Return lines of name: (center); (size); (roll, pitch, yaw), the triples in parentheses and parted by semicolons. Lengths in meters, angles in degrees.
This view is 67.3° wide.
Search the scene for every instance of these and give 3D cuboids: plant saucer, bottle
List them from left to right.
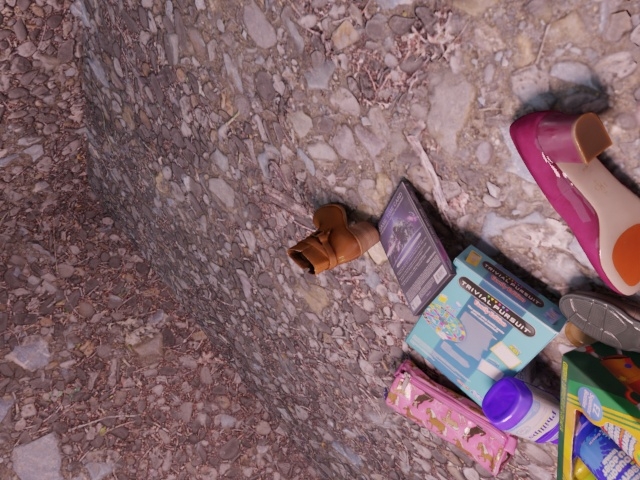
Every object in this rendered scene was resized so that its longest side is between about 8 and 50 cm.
bottle: (0.501, 0.404, 1.106); (0.118, 0.283, 0.092); (-55, 27, 15)
plant saucer: (0.576, 0.203, 1.044); (0.083, 0.015, 0.083); (28, 136, 31)

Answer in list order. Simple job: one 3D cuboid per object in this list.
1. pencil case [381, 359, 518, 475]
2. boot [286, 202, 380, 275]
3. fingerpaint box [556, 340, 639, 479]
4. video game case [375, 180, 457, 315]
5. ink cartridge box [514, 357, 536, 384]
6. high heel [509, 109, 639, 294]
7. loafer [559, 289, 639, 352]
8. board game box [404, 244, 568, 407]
pencil case: (0.374, 0.501, 1.386); (0.386, 0.167, 0.160); (26, 99, 33)
boot: (0.000, 0.000, 1.346); (0.283, 0.220, 0.109); (33, 143, 47)
fingerpaint box: (0.635, 0.471, 0.913); (0.371, 0.163, 0.445); (-119, 14, -61)
video game case: (0.223, 0.021, 1.186); (0.196, 0.026, 0.274); (114, 144, -50)
ink cartridge box: (0.423, 0.234, 1.213); (0.224, 0.045, 0.223); (11, 125, 44)
high heel: (0.483, -0.072, 0.897); (0.377, 0.127, 0.181); (64, 172, -18)
loafer: (0.609, 0.162, 0.928); (0.267, 0.084, 0.096); (27, 134, 38)
board game box: (0.374, 0.212, 1.144); (0.254, 0.079, 0.336); (40, 138, 21)
